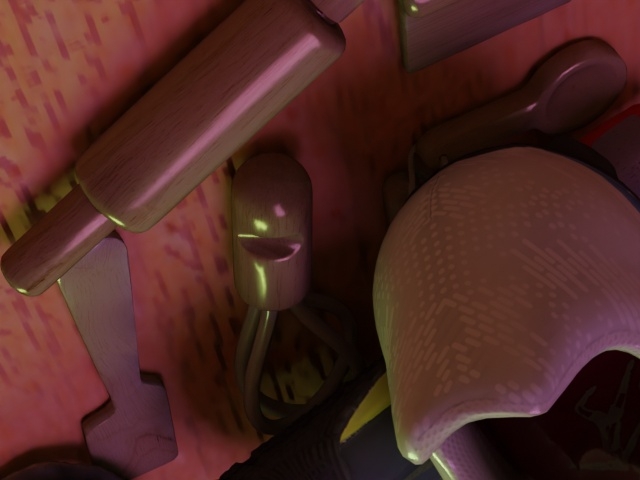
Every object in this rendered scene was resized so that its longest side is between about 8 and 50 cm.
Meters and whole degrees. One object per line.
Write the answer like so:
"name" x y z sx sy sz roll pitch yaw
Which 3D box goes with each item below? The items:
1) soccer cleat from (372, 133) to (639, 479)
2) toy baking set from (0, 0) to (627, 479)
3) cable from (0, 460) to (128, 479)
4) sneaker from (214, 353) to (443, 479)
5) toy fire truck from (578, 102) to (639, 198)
"soccer cleat" 0.127 0.115 0.621 0.116 0.143 0.331 -33 116 26
"toy baking set" -0.003 -0.003 0.632 0.256 0.030 0.197 -39 145 12
"cable" -0.067 0.159 0.796 0.139 0.072 0.287 -23 137 20
"sneaker" 0.056 0.122 0.730 0.111 0.121 0.300 -38 154 7
"toy fire truck" 0.164 -0.017 0.714 0.135 0.047 0.192 -43 147 12
